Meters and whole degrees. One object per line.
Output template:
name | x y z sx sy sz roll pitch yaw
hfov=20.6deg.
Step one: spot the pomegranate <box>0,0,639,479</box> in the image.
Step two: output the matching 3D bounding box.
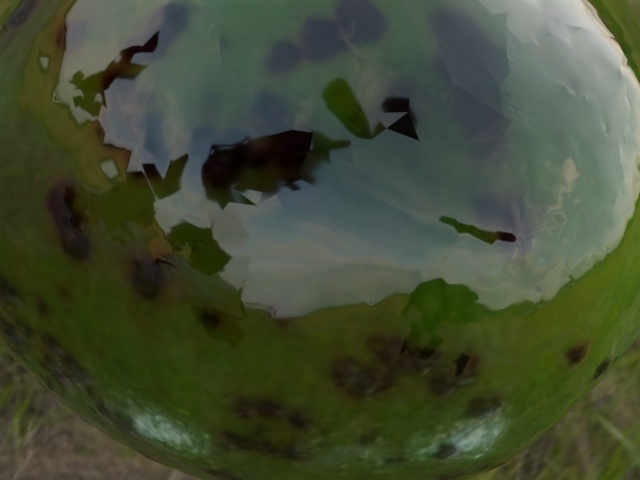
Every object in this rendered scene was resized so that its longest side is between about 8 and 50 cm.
pomegranate | 0.000 0.000 0.525 0.211 0.263 0.211 -1 31 0
